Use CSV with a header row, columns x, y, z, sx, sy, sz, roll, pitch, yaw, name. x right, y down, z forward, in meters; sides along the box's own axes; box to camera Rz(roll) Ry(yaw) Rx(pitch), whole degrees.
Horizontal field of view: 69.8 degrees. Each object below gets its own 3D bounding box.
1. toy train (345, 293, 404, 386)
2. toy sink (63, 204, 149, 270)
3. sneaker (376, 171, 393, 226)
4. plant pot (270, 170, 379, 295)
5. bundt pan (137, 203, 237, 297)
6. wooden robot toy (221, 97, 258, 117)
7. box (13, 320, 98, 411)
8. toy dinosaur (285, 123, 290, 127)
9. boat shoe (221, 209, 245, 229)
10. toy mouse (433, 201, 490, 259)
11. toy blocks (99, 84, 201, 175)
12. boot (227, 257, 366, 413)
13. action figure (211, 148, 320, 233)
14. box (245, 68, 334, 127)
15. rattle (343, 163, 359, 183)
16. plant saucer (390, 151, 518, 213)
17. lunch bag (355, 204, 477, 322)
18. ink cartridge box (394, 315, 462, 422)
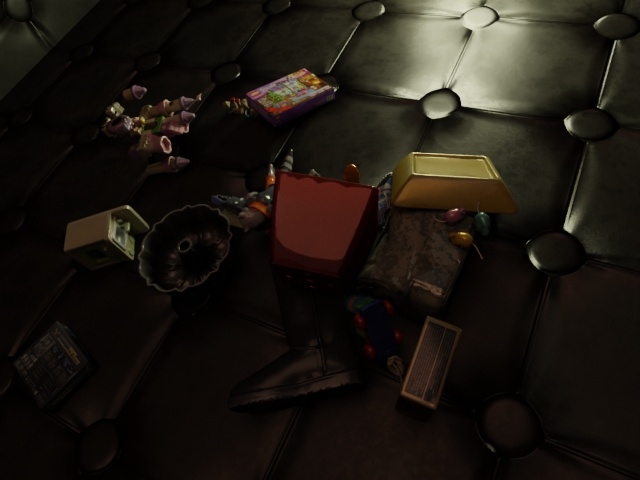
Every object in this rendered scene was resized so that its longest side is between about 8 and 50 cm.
x,y,z,sx,sy,sz,roll,pitch,yaw,name
0.145,0.263,1.228,0.105,0.248,0.143,-24,16,-16,toy train
-0.748,-0.002,1.623,0.234,0.153,0.131,-16,56,4,toy sink
0.204,-0.131,1.490,0.081,0.080,0.211,28,69,5,sneaker
0.000,0.000,1.220,0.267,0.267,0.236,11,69,11,plant pot
-0.424,0.047,1.517,0.331,0.124,0.331,-7,58,11,bundt pan
-0.321,-0.568,1.905,0.173,0.076,0.079,18,55,24,wooden robot toy
-0.843,0.395,1.458,0.232,0.059,0.183,32,72,30,box
-0.160,-0.489,1.828,0.047,0.090,0.082,-14,13,-18,toy dinosaur
-0.293,-0.070,1.604,0.133,0.042,0.049,23,88,27,boat shoe
0.372,-0.051,1.157,0.161,0.031,0.143,31,73,24,toy mouse
-0.604,-0.449,1.762,0.260,0.309,0.288,-8,57,18,toy blocks
-0.095,0.227,1.295,0.367,0.146,0.445,-11,60,-3,boot
-0.196,-0.158,1.536,0.341,0.178,0.330,19,47,10,action figure
-0.119,-0.569,1.812,0.293,0.057,0.201,-32,55,-22,box
0.062,-0.124,1.481,0.199,0.143,0.130,-39,75,-17,rattle
0.377,-0.183,1.333,0.333,0.081,0.333,4,27,8,plant saucer
0.264,0.049,1.265,0.256,0.212,0.305,21,68,21,lunch bag
0.251,0.313,1.091,0.088,0.235,0.193,20,67,16,ink cartridge box
